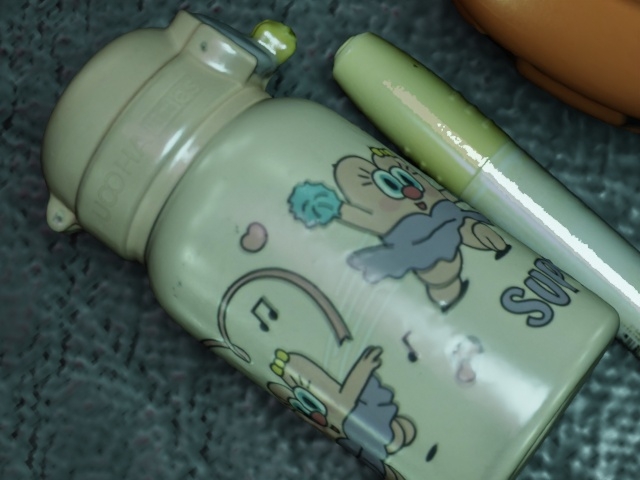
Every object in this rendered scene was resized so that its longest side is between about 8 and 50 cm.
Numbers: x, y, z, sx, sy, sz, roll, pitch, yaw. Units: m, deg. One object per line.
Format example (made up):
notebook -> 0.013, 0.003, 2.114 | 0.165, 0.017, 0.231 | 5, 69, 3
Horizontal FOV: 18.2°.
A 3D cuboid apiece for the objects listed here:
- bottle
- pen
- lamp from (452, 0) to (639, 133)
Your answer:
bottle -> 0.000, 0.000, 0.708 | 0.209, 0.097, 0.110 | 36, 97, 10
pen -> 0.095, 0.005, 0.732 | 0.233, 0.040, 0.032 | 42, 90, 5
lamp -> 0.133, -0.124, 0.668 | 0.164, 0.187, 0.188 | 28, 86, 6
